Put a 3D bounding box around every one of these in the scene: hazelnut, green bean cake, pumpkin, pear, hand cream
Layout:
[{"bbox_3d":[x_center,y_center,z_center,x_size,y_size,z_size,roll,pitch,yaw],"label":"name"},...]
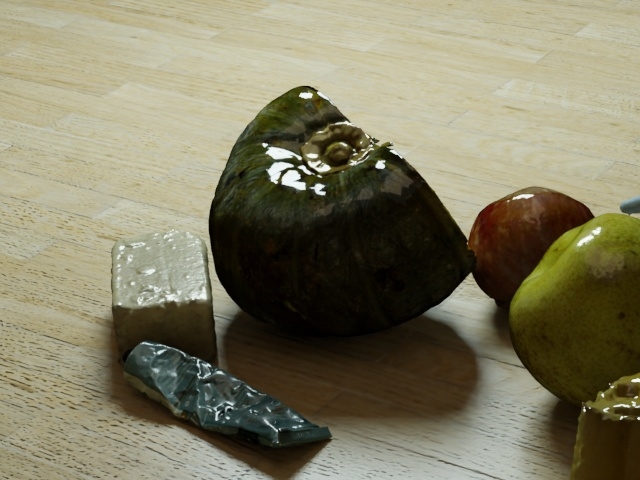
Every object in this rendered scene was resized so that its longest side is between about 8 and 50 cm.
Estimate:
[{"bbox_3d":[0.237,0.015,1.986,0.154,0.143,0.143,5,23,-19],"label":"hazelnut"},{"bbox_3d":[0.342,0.190,1.566,0.229,0.131,0.224,12,11,27],"label":"green bean cake"},{"bbox_3d":[-0.171,0.062,1.993,0.109,0.085,0.179,-6,28,-2],"label":"green bean cake"},{"bbox_3d":[0.000,0.000,2.005,0.232,0.242,0.325,-40,40,-5],"label":"pumpkin"},{"bbox_3d":[0.289,0.078,1.799,0.197,0.197,0.197,-3,27,2],"label":"pear"},{"bbox_3d":[-0.106,0.154,1.840,0.247,0.052,0.075,18,35,37],"label":"hand cream"}]

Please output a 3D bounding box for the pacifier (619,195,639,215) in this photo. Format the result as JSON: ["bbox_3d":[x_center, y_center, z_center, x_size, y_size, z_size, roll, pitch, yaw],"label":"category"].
[{"bbox_3d":[0.474,-0.102,2.064,0.287,0.226,0.238,-10,-8,-3],"label":"pacifier"}]
